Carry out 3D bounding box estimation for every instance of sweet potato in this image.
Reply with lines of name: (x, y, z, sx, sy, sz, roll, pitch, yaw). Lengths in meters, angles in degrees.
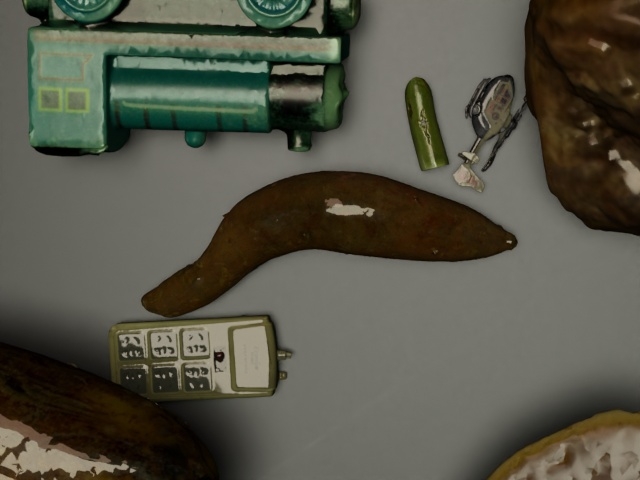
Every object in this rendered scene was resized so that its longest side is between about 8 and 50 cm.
sweet potato: (-0.005, -0.006, 1.308, 0.346, 0.079, 0.108, -11, 104, 10)

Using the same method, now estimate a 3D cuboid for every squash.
squash: (0.093, -0.105, 1.317, 0.028, 0.027, 0.083, -14, 90, 7)

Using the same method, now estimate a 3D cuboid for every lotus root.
lotus root: (-0.274, 0.186, 1.267, 0.398, 0.179, 0.195, 18, 74, 11)

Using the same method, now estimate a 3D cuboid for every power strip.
power strip: (-0.110, 0.108, 1.348, 0.169, 0.028, 0.076, -4, 91, 6)

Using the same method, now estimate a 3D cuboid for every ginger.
ginger: (0.273, -0.161, 1.215, 0.200, 0.269, 0.223, 19, 56, 26)

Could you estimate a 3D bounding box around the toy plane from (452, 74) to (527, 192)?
toy plane: (0.150, -0.103, 1.311, 0.049, 0.031, 0.120, 29, 92, -4)

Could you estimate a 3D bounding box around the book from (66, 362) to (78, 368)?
book: (-0.294, 0.334, 1.376, 0.389, 0.032, 0.269, -39, 87, 6)

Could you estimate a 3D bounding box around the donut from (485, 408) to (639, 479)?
donut: (0.269, 0.301, 1.263, 0.330, 0.160, 0.329, -1, 87, 17)

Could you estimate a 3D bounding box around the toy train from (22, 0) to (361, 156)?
toy train: (-0.115, -0.168, 1.297, 0.298, 0.120, 0.194, 2, 100, 6)
